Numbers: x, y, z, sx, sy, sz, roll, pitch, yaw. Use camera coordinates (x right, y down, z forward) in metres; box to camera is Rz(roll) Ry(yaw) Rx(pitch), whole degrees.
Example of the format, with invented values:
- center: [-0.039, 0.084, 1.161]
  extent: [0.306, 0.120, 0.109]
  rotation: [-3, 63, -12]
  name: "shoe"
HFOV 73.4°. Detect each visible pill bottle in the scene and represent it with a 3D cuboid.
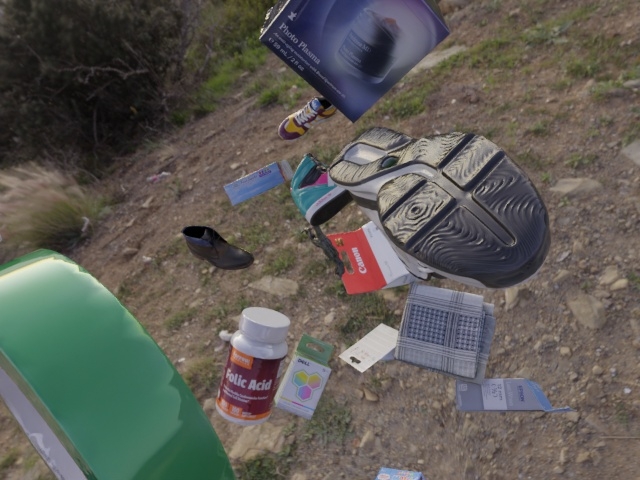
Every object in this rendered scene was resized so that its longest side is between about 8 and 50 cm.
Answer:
- center: [-0.251, 0.472, 1.642]
  extent: [0.224, 0.224, 0.392]
  rotation: [19, 99, 28]
  name: "pill bottle"

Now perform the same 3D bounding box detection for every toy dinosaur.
- center: [0.000, 0.000, 1.341]
  extent: [0.064, 0.268, 0.118]
  rotation: [-38, 22, -9]
  name: "toy dinosaur"

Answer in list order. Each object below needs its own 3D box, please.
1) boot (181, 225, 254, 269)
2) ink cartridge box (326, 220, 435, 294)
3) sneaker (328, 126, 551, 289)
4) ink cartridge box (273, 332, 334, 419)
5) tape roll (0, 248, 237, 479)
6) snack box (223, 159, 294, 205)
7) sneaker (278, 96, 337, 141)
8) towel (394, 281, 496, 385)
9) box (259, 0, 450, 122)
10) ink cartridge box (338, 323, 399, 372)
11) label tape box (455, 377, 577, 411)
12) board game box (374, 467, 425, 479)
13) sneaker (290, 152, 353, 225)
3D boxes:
- center: [-0.300, 0.020, 1.232]
  extent: [0.219, 0.106, 0.082]
  rotation: [11, 60, 19]
  name: "boot"
- center: [0.250, 0.038, 1.709]
  extent: [0.385, 0.091, 0.308]
  rotation: [-9, 52, -14]
  name: "ink cartridge box"
- center: [0.193, -0.019, 0.644]
  extent: [0.169, 0.257, 0.447]
  rotation: [-43, 29, 3]
  name: "sneaker"
- center: [-0.040, 0.387, 1.227]
  extent: [0.109, 0.062, 0.209]
  rotation: [26, 83, -10]
  name: "ink cartridge box"
- center: [-0.211, 0.166, 0.394]
  extent: [0.321, 0.321, 0.077]
  rotation: [23, 39, 29]
  name: "tape roll"
- center: [-0.180, -0.180, 1.316]
  extent: [0.174, 0.207, 0.070]
  rotation: [-23, 98, 8]
  name: "snack box"
- center: [-0.031, -0.329, 1.118]
  extent: [0.185, 0.084, 0.069]
  rotation: [-35, 81, -15]
  name: "sneaker"
- center: [0.452, 0.323, 1.547]
  extent: [0.324, 0.056, 0.312]
  rotation: [13, 65, 14]
  name: "towel"
- center: [0.072, -0.486, 0.958]
  extent: [0.294, 0.296, 0.183]
  rotation: [-38, 32, 32]
  name: "box"
- center: [0.213, 0.426, 1.660]
  extent: [0.232, 0.066, 0.189]
  rotation: [-37, 19, -18]
  name: "ink cartridge box"
- center: [0.688, 0.548, 1.518]
  extent: [0.347, 0.249, 0.115]
  rotation: [-15, 63, 31]
  name: "label tape box"
- center: [0.210, 0.801, 1.315]
  extent: [0.160, 0.039, 0.211]
  rotation: [-20, 14, 43]
  name: "board game box"
- center: [0.035, -0.180, 1.168]
  extent: [0.295, 0.124, 0.178]
  rotation: [-35, 66, -21]
  name: "sneaker"
